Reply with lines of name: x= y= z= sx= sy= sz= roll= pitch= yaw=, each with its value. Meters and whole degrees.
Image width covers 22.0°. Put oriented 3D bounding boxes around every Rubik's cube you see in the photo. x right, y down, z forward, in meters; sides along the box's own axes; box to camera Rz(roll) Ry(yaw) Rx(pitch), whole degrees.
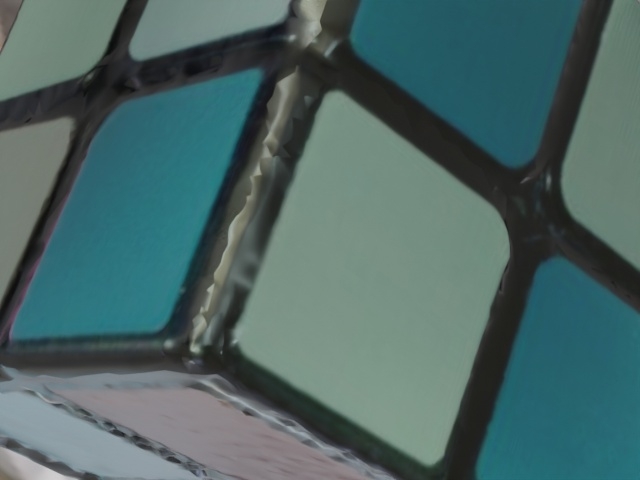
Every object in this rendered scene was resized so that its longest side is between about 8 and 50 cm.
Rubik's cube: x=0.000 y=0.001 z=0.499 sx=0.183 sy=0.167 sz=0.180 roll=33 pitch=-24 yaw=-35
